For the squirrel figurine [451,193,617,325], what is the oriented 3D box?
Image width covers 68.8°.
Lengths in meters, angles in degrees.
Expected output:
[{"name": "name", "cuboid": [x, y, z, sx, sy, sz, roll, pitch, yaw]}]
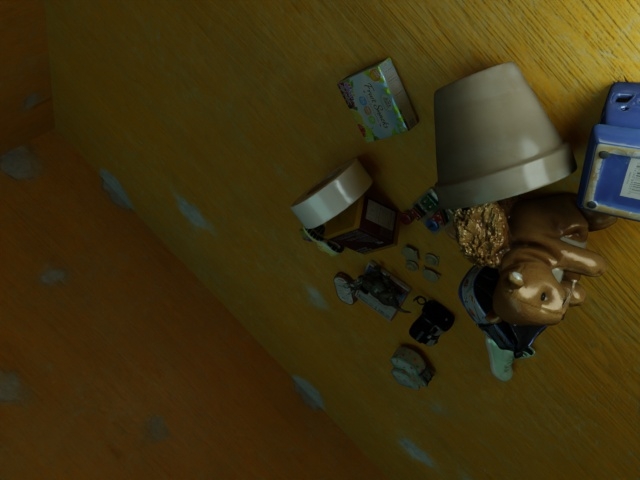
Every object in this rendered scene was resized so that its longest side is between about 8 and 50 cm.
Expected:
[{"name": "squirrel figurine", "cuboid": [0.514, 0.045, 1.231, 0.397, 0.370, 0.281, 33, 146, 19]}]

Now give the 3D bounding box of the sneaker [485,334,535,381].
[{"name": "sneaker", "cuboid": [0.706, 0.439, 1.713, 0.151, 0.094, 0.255, 3, 130, 42]}]

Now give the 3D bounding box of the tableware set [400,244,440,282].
[{"name": "tableware set", "cuboid": [0.377, 0.089, 1.759, 0.169, 0.020, 0.141, 24, 144, 27]}]

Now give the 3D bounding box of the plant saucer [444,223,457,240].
[{"name": "plant saucer", "cuboid": [0.449, -0.030, 1.552, 0.084, 0.013, 0.083, 28, 144, 23]}]

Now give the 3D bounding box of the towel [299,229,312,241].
[{"name": "towel", "cuboid": [-0.059, -0.021, 2.130, 0.083, 0.009, 0.060, 11, 133, 41]}]

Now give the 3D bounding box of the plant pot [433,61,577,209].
[{"name": "plant pot", "cuboid": [0.403, -0.255, 1.124, 0.323, 0.323, 0.280, -10, 103, 52]}]

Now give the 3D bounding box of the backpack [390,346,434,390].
[{"name": "backpack", "cuboid": [0.410, 0.590, 2.167, 0.166, 0.144, 0.188, 2, 125, 54]}]

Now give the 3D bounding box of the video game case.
[{"name": "video game case", "cuboid": [0.264, 0.224, 2.029, 0.204, 0.025, 0.285, 36, 147, 15]}]

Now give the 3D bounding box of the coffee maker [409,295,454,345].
[{"name": "coffee maker", "cuboid": [0.433, 0.324, 1.891, 0.171, 0.120, 0.178, 58, 152, 25]}]

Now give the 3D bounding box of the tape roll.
[{"name": "tape roll", "cuboid": [0.037, -0.162, 1.613, 0.100, 0.286, 0.286, 53, 147, -12]}]

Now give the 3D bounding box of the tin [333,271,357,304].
[{"name": "tin", "cuboid": [0.118, 0.227, 2.187, 0.106, 0.040, 0.189, 15, 137, 32]}]

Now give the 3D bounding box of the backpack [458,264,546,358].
[{"name": "backpack", "cuboid": [0.570, 0.175, 1.448, 0.263, 0.277, 0.213, 51, 160, -3]}]

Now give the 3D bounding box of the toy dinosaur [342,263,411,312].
[{"name": "toy dinosaur", "cuboid": [0.249, 0.201, 1.921, 0.314, 0.121, 0.160, 25, 155, 21]}]

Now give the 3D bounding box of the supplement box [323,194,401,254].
[{"name": "supplement box", "cuboid": [0.151, -0.053, 1.677, 0.194, 0.128, 0.191, 23, 157, -27]}]

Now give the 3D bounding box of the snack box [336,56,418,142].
[{"name": "snack box", "cuboid": [0.169, -0.410, 1.391, 0.175, 0.070, 0.207, -3, 125, 50]}]

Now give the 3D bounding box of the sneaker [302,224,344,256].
[{"name": "sneaker", "cuboid": [0.000, 0.000, 2.024, 0.208, 0.081, 0.094, 42, 149, 4]}]

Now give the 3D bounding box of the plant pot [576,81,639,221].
[{"name": "plant pot", "cuboid": [0.676, -0.168, 0.965, 0.236, 0.212, 0.235, 21, 141, 34]}]

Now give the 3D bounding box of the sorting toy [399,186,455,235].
[{"name": "sorting toy", "cuboid": [0.367, -0.089, 1.534, 0.132, 0.046, 0.274, 48, 146, 5]}]
